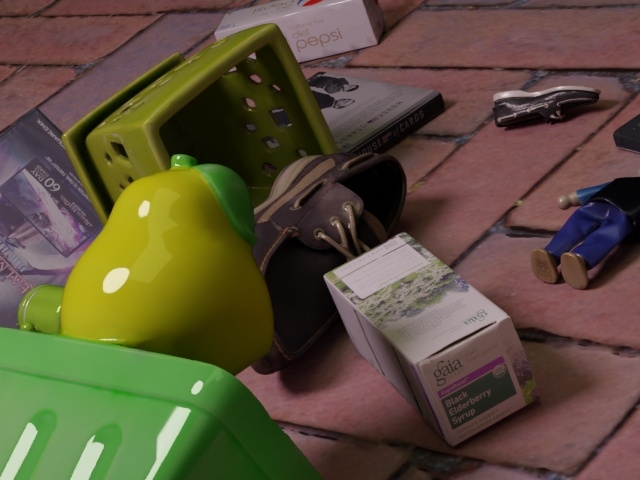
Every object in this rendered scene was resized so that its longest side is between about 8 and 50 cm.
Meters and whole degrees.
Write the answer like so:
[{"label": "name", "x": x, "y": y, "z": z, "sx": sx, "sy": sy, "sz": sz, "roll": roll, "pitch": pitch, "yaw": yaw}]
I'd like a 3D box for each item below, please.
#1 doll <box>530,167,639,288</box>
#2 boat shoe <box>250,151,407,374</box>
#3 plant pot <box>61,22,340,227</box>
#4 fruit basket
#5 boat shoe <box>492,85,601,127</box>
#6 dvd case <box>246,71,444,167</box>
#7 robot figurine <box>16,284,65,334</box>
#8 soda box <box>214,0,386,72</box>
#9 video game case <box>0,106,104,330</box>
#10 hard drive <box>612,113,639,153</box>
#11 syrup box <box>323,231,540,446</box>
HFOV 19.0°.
[{"label": "doll", "x": 0.280, "y": -0.025, "z": 1.859, "sx": 0.129, "sy": 0.046, "sz": 0.189, "roll": 10, "pitch": 40, "yaw": 46}, {"label": "boat shoe", "x": 0.000, "y": 0.000, "z": 1.906, "sx": 0.130, "sy": 0.132, "sz": 0.355, "roll": -22, "pitch": 24, "yaw": 26}, {"label": "plant pot", "x": -0.136, "y": -0.085, "z": 2.101, "sx": 0.207, "sy": 0.227, "sz": 0.228, "roll": 0, "pitch": 33, "yaw": 48}, {"label": "fruit basket", "x": -0.134, "y": 0.134, "z": 1.583, "sx": 0.392, "sy": 0.283, "sz": 0.392, "roll": -22, "pitch": 37, "yaw": 18}, {"label": "boat shoe", "x": 0.251, "y": -0.149, "z": 2.131, "sx": 0.125, "sy": 0.038, "sz": 0.046, "roll": -4, "pitch": -11, "yaw": 22}, {"label": "dvd case", "x": 0.010, "y": -0.141, "z": 2.311, "sx": 0.179, "sy": 0.029, "sz": 0.238, "roll": -35, "pitch": 29, "yaw": -26}, {"label": "robot figurine", "x": -0.278, "y": 0.083, "z": 2.049, "sx": 0.115, "sy": 0.067, "sz": 0.101, "roll": 8, "pitch": 44, "yaw": 46}, {"label": "soda box", "x": -0.028, "y": -0.284, "z": 2.566, "sx": 0.216, "sy": 0.074, "sz": 0.069, "roll": -11, "pitch": 27, "yaw": 20}, {"label": "video game case", "x": -0.340, "y": -0.011, "z": 2.160, "sx": 0.274, "sy": 0.196, "sz": 0.026, "roll": -46, "pitch": 0, "yaw": -41}, {"label": "hard drive", "x": 0.382, "y": -0.115, "z": 1.982, "sx": 0.094, "sy": 0.022, "sz": 0.135, "roll": -33, "pitch": 28, "yaw": -23}, {"label": "syrup box", "x": 0.097, "y": 0.085, "z": 1.725, "sx": 0.093, "sy": 0.096, "sz": 0.237, "roll": -28, "pitch": 27, "yaw": -10}]
